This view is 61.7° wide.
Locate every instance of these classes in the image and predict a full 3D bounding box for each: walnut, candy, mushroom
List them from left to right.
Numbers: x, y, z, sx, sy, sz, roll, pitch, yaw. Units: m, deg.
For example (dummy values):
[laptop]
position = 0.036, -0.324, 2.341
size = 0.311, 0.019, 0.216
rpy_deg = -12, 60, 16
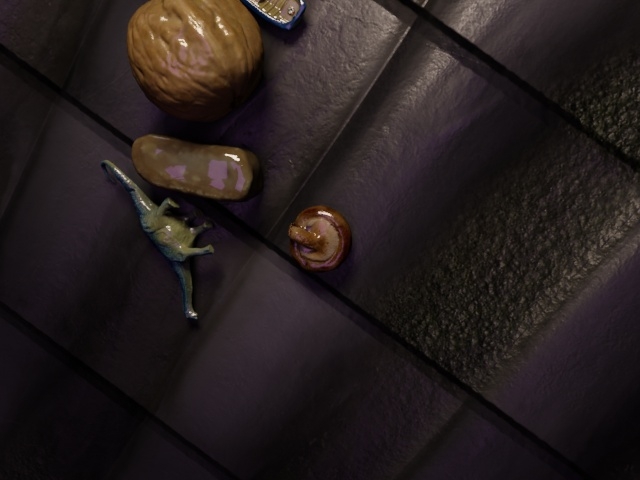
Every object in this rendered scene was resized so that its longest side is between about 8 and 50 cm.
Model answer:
[walnut]
position = -0.207, -0.314, 0.892
size = 0.228, 0.228, 0.228
rpy_deg = 3, 104, 11
[candy]
position = -0.225, -0.135, 0.990
size = 0.234, 0.104, 0.102
rpy_deg = 10, 100, 8
[mushroom]
position = 0.000, 0.000, 0.985
size = 0.127, 0.087, 0.127
rpy_deg = 4, 105, 15

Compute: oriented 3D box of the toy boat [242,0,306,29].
[toy boat]
position = -0.121, -0.454, 0.921
size = 0.229, 0.046, 0.080
rpy_deg = 40, 108, 0

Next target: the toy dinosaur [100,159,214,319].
[toy dinosaur]
position = -0.296, -0.017, 1.047
size = 0.147, 0.076, 0.363
rpy_deg = -27, 100, 20
